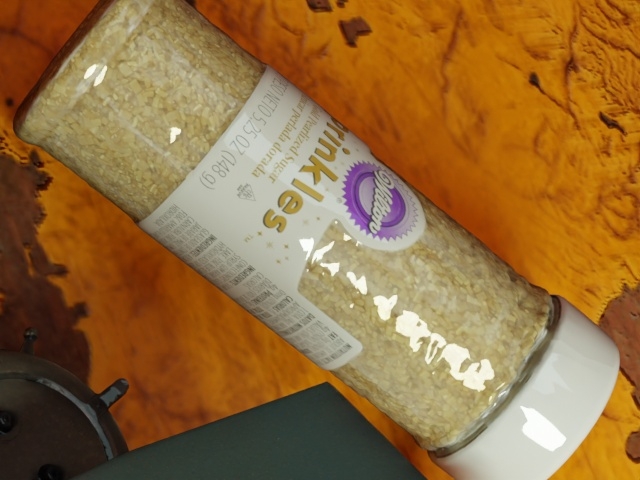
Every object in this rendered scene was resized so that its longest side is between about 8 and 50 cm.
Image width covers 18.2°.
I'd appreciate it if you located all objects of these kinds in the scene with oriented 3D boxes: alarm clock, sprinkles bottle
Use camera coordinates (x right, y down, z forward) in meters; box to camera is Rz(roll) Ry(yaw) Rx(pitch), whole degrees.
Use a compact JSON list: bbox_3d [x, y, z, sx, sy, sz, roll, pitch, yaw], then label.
[{"bbox_3d":[-0.166,0.128,0.971,0.129,0.064,0.192,50,51,-1],"label":"alarm clock"},{"bbox_3d":[0.000,0.000,1.120,0.355,0.121,0.121,38,49,-11],"label":"sprinkles bottle"}]

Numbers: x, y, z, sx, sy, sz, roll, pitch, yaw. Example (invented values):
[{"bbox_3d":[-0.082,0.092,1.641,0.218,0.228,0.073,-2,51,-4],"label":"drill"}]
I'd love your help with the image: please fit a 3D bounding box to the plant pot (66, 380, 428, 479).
[{"bbox_3d":[-0.063,0.195,0.903,0.234,0.166,0.165,-12,31,-26],"label":"plant pot"}]
